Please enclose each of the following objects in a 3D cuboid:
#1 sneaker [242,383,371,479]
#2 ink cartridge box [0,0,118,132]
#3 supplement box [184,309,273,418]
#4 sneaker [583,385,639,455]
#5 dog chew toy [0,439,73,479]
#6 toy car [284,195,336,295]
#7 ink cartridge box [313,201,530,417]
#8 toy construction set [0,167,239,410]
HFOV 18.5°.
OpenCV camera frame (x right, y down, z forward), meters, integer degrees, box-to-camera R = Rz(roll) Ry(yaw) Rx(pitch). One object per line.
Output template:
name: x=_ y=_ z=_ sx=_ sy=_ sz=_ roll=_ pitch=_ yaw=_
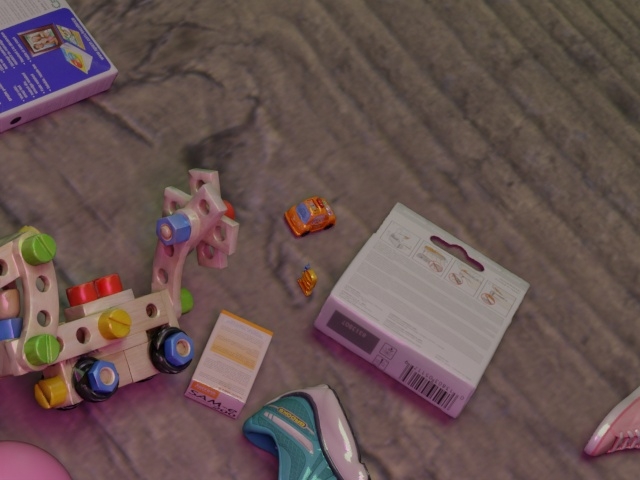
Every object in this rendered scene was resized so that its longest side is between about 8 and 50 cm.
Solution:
sneaker: x=0.005 y=0.277 z=1.975 sx=0.110 sy=0.107 sz=0.275 roll=-19 pitch=59 yaw=-9
ink cartridge box: x=-0.368 y=-0.221 z=2.194 sx=0.208 sy=0.045 sz=0.206 roll=-24 pitch=68 yaw=-34
supplement box: x=-0.096 y=0.129 z=2.059 sx=0.062 sy=0.036 sz=0.098 roll=25 pitch=51 yaw=-3
sneaker: x=0.351 y=0.210 z=2.164 sx=0.070 sy=0.051 sz=0.134 roll=42 pitch=48 yaw=17
dog chew toy: x=-0.312 y=0.262 z=1.789 sx=0.331 sy=0.206 sz=0.207 roll=22 pitch=51 yaw=-15
toy car: x=0.000 y=0.000 z=2.184 sx=0.060 sy=0.040 sz=0.122 roll=0 pitch=56 yaw=-21
ink cartridge box: x=0.116 y=0.074 z=2.185 sx=0.189 sy=0.066 sz=0.232 roll=32 pitch=31 yaw=3
toy construction set: x=-0.226 y=0.049 z=1.952 sx=0.327 sy=0.151 sz=0.215 roll=-18 pitch=91 yaw=-30
